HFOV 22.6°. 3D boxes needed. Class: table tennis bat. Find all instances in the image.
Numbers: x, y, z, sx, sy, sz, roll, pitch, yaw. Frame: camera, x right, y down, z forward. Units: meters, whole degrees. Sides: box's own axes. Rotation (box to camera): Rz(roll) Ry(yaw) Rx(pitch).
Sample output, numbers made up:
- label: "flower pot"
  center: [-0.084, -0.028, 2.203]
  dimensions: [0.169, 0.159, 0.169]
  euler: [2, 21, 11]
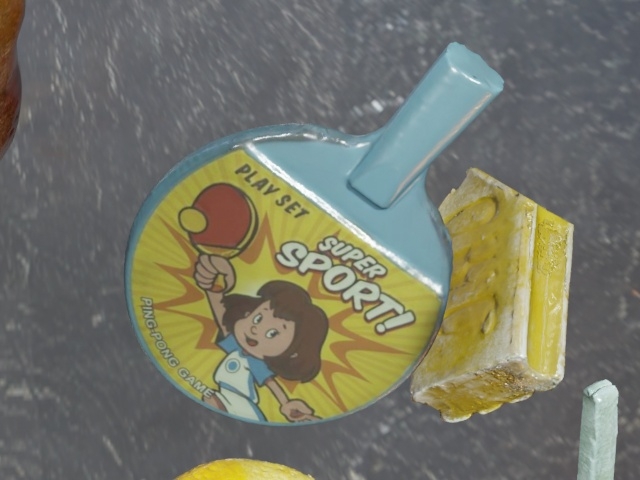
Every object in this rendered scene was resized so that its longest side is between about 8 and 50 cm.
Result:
- label: "table tennis bat"
  center: [0.000, 0.000, 1.058]
  dimensions: [0.215, 0.044, 0.329]
  euler: [38, 120, -9]

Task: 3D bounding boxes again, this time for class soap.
- label: "soap"
  center: [0.175, 0.042, 1.631]
  dimensions: [0.080, 0.257, 0.160]
  euler: [31, 141, -31]

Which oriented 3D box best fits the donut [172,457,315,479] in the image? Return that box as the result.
- label: "donut"
  center: [-0.072, 0.364, 1.788]
  dimensions: [0.303, 0.303, 0.110]
  euler: [15, 133, -15]

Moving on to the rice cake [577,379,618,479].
- label: "rice cake"
  center: [0.273, 0.206, 1.577]
  dimensions: [0.033, 0.029, 0.171]
  euler: [-25, 131, -25]

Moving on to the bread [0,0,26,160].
- label: "bread"
  center: [-0.318, -0.051, 0.907]
  dimensions: [0.143, 0.323, 0.333]
  euler: [37, 63, 8]
